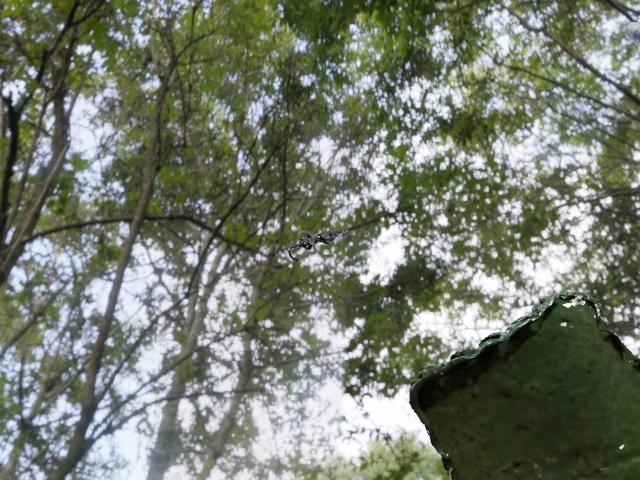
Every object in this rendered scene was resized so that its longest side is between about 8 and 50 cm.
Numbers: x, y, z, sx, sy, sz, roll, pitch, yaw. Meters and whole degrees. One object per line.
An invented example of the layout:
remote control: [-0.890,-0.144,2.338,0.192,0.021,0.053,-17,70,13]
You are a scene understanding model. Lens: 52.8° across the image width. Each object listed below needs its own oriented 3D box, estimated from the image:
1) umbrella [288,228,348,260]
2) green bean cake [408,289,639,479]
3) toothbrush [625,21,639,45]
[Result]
umbrella: [-0.001,-0.003,0.690,0.013,0.122,0.022,-26,-89,33]
green bean cake: [0.260,0.210,0.752,0.255,0.241,0.132,-34,-19,7]
toothbrush: [0.266,-0.126,0.459,0.019,0.275,0.025,40,-63,-14]
